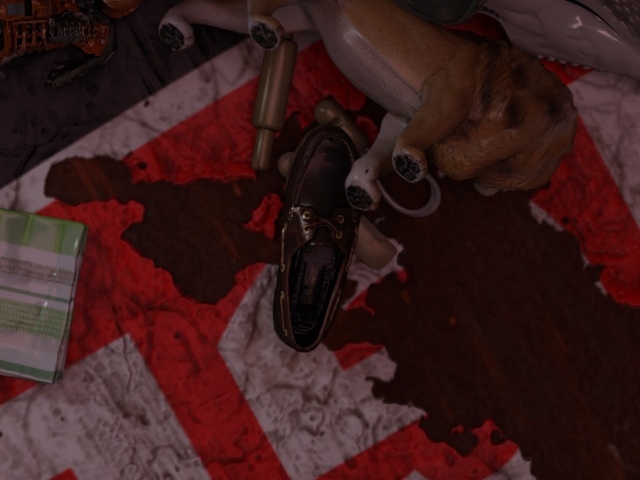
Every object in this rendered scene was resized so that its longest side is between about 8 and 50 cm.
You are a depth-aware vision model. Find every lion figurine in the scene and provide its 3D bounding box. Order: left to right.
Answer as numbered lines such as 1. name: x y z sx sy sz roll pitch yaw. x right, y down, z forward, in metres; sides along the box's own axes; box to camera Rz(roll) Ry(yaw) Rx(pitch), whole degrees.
1. lion figurine: 0.049 -0.172 1.624 0.392 0.142 0.240 46 51 -3

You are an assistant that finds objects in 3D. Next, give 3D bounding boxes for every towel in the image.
1. towel: -0.277 0.049 1.661 0.113 0.023 0.152 11 90 -10

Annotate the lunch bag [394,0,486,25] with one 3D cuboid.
1. lunch bag: 0.135 -0.365 1.511 0.213 0.305 0.256 34 65 3

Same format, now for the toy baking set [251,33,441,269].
1. toy baking set: 0.032 -0.110 1.703 0.197 0.030 0.256 15 89 -9

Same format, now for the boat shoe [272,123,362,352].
1. boat shoe: 0.000 0.000 1.664 0.073 0.073 0.207 6 99 -6

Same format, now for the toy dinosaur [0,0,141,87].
1. toy dinosaur: -0.217 -0.264 1.623 0.322 0.164 0.218 -39 114 -36

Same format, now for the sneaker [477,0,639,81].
1. sneaker: 0.236 -0.203 1.715 0.235 0.090 0.095 29 123 -20
